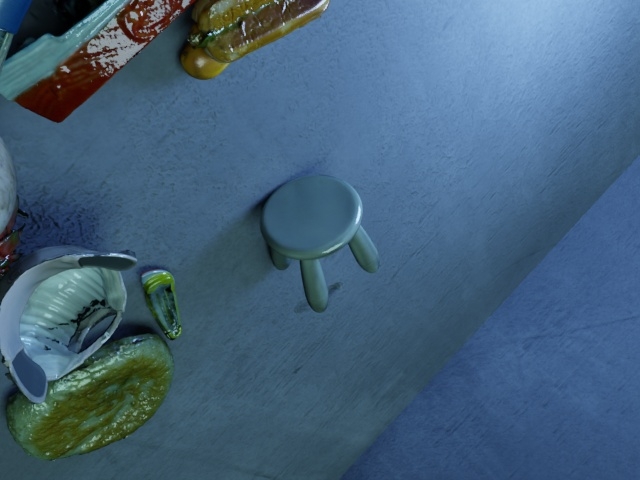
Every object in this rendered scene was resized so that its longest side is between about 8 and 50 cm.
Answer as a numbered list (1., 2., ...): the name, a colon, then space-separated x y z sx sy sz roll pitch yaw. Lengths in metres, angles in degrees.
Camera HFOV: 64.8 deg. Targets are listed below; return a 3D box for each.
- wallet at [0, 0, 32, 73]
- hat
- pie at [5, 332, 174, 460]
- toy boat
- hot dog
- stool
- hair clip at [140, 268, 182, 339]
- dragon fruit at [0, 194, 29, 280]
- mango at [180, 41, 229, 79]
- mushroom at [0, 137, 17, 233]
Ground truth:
1. wallet: -0.337 -0.263 0.487 0.202 0.141 0.059 -56 168 12
2. hat: -0.377 0.090 0.702 0.232 0.161 0.275 -64 -173 -15
3. pie: -0.428 0.307 0.983 0.323 0.070 0.323 -28 143 -23
4. toy boat: -0.244 -0.278 0.571 0.332 0.145 0.133 -46 120 -4
5. hot dog: -0.087 -0.332 0.711 0.250 0.076 0.104 -39 137 -24
6. stool: 0.000 0.000 1.008 0.195 0.195 0.199 -37 144 -12
7. hair clip: -0.297 0.119 0.961 0.060 0.033 0.189 -27 136 -27
8. dragon fruit: -0.441 0.001 0.639 0.130 0.142 0.121 -11 146 25
9. mango: -0.160 -0.267 0.732 0.089 0.046 0.060 -32 134 -36
10. mushroom: -0.414 -0.046 0.507 0.188 0.254 0.195 4 138 -25
